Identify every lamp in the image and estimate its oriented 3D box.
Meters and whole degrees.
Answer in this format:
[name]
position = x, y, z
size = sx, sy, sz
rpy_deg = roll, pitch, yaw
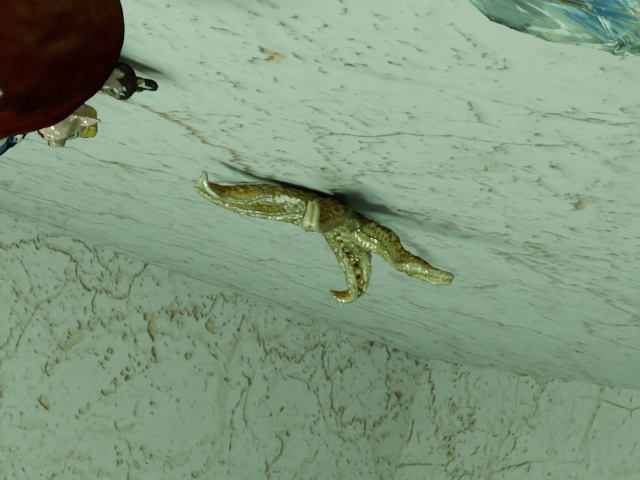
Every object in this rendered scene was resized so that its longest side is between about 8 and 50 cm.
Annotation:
[lamp]
position = -0.279, -0.154, 1.209
size = 0.253, 0.118, 0.118
rpy_deg = 24, 168, -37

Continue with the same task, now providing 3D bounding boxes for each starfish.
[starfish]
position = 0.006, -0.008, 1.661
size = 0.375, 0.094, 0.327
rpy_deg = 17, 163, 34

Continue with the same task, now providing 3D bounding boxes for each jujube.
[jujube]
position = -0.264, -0.134, 0.892
size = 0.190, 0.255, 0.190
rpy_deg = 54, 173, 9

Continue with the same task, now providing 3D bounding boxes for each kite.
[kite]
position = 0.191, -0.128, 0.750
size = 0.310, 0.015, 0.169
rpy_deg = 24, 176, 28

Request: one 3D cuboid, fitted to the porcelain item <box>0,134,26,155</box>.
[porcelain item]
position = -0.434, -0.174, 1.293
size = 0.288, 0.138, 0.186
rpy_deg = 21, 180, -27
